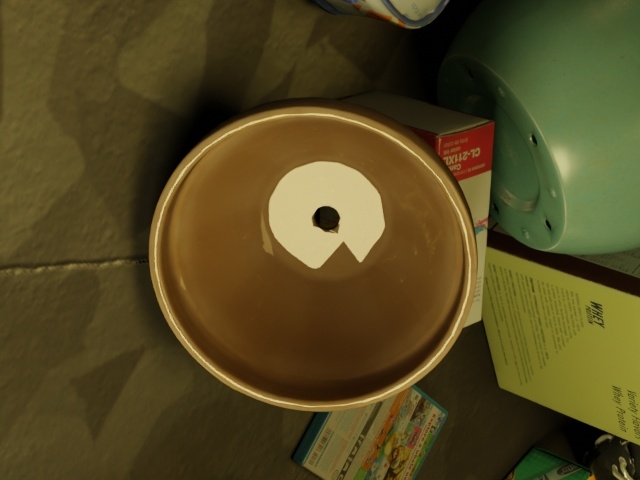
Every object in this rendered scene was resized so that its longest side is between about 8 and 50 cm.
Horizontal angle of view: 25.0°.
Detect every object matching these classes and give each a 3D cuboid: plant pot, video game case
[{"bbox_3d":[0.242,-0.123,1.219,0.235,0.293,0.293,-28,127,-15],"label":"plant pot"},{"bbox_3d":[0.000,0.000,1.078,0.110,0.237,0.237,-68,161,-69],"label":"plant pot"},{"bbox_3d":[0.049,0.178,1.318,0.166,0.015,0.119,41,73,-47],"label":"video game case"}]

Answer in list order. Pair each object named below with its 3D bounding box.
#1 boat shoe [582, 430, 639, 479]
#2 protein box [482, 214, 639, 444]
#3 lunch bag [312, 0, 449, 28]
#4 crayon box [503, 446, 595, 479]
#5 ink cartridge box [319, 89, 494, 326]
[{"bbox_3d":[0.346,0.233,1.509,0.091,0.114,0.302,-49,169,-7],"label":"boat shoe"},{"bbox_3d":[0.271,0.062,1.372,0.136,0.201,0.200,-41,132,-29],"label":"protein box"},{"bbox_3d":[0.025,-0.305,1.025,0.243,0.115,0.303,-58,139,-10],"label":"lunch bag"},{"bbox_3d":[0.187,0.370,1.496,0.278,0.081,0.165,-42,132,-29],"label":"crayon box"},{"bbox_3d":[0.067,-0.021,1.170,0.072,0.127,0.175,-19,119,-43],"label":"ink cartridge box"}]
